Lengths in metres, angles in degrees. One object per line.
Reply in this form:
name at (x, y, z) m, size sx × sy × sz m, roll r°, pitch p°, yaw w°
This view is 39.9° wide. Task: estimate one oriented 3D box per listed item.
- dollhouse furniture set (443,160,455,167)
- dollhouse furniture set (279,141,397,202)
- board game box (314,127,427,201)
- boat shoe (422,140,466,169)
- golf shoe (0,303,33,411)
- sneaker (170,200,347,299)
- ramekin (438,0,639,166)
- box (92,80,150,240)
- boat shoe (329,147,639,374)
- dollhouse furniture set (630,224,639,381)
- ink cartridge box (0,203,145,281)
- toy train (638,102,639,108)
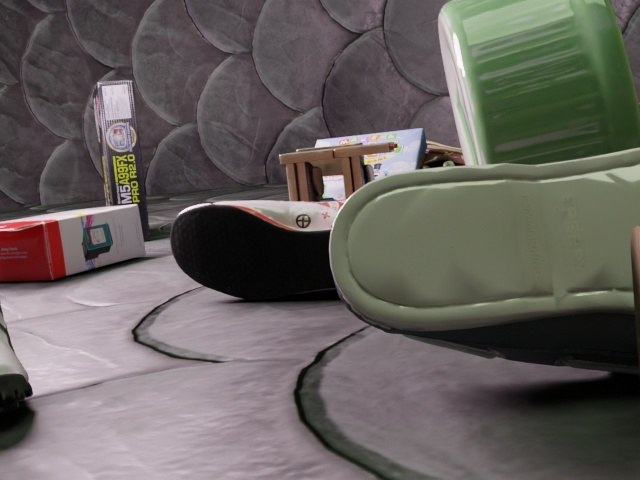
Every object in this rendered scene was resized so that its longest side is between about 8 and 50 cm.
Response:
dollhouse furniture set at (0.147, -0.029, 0.919) m, size 0.058 × 0.076 × 0.152 m, roll -13°, pitch -13°, yaw -12°
dollhouse furniture set at (0.038, -0.052, 1.068) m, size 0.128 × 0.129 × 0.183 m, roll -5°, pitch 7°, yaw 10°
board game box at (0.054, -0.073, 1.191) m, size 0.160 × 0.039 × 0.212 m, roll -5°, pitch 38°, yaw 17°
boat shoe at (0.149, -0.080, 1.269) m, size 0.341 × 0.123 × 0.123 m, roll 6°, pitch 11°, yaw 34°
golf shoe at (-0.240, 0.060, 0.571) m, size 0.077 × 0.094 × 0.198 m, roll -9°, pitch 9°, yaw -30°
sneaker at (0.001, 0.001, 0.852) m, size 0.270 × 0.090 × 0.145 m, roll 1°, pitch 8°, yaw 25°
ramekin at (0.225, -0.136, 0.945) m, size 0.148 × 0.304 × 0.303 m, roll -13°, pitch 6°, yaw 7°
box at (-0.352, -0.137, 1.549) m, size 0.060 × 0.270 × 0.216 m, roll -7°, pitch 8°, yaw -16°
boat shoe at (0.166, 0.016, 0.476) m, size 0.319 × 0.116 × 0.099 m, roll 1°, pitch -17°, yaw 5°
dollhouse furniture set at (0.228, 0.006, 0.284) m, size 0.212 × 0.161 × 0.242 m, roll -5°, pitch 7°, yaw 10°
ink cartridge box at (-0.363, 0.005, 1.184) m, size 0.134 × 0.078 × 0.231 m, roll -3°, pitch 8°, yaw 30°
toy train at (0.522, -0.135, 1.350) m, size 0.190 × 0.142 × 0.334 m, roll 4°, pitch 0°, yaw -25°
